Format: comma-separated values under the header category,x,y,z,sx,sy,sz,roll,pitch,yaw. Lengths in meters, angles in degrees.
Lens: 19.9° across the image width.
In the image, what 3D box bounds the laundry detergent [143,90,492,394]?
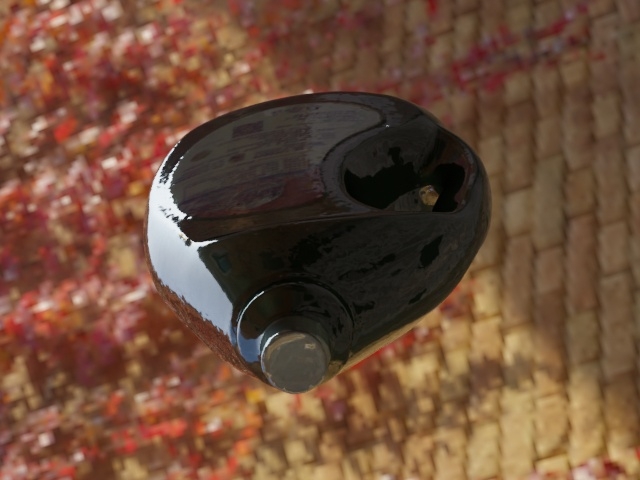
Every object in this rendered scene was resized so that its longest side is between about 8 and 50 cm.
category,x,y,z,sx,sy,sz,roll,pitch,yaw
laundry detergent,0.000,0.000,0.686,0.211,0.137,0.063,-97,-1,-70
